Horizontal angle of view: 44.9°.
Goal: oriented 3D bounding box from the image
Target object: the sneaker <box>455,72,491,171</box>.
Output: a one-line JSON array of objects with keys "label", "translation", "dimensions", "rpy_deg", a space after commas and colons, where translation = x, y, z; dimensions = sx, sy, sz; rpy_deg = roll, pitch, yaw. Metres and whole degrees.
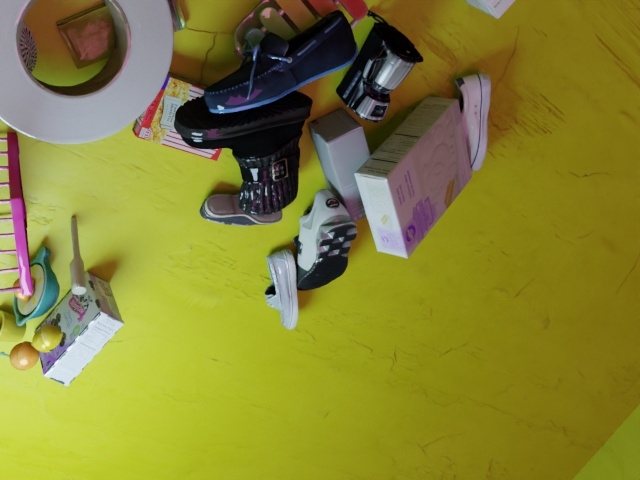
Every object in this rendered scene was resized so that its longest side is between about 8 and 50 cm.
[{"label": "sneaker", "translation": [0.365, -0.293, 1.934], "dimensions": [0.091, 0.094, 0.258], "rpy_deg": [-4, 119, -3]}]

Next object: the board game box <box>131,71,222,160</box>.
[{"label": "board game box", "translation": [-0.282, -0.265, 1.647], "dimensions": [0.193, 0.045, 0.147], "rpy_deg": [14, 113, -33]}]

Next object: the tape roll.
[{"label": "tape roll", "translation": [-0.454, -0.369, 1.407], "dimensions": [0.391, 0.072, 0.392], "rpy_deg": [-18, 125, -29]}]

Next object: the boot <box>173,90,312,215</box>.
[{"label": "boot", "translation": [-0.165, -0.173, 1.657], "dimensions": [0.347, 0.131, 0.260], "rpy_deg": [-14, 132, -39]}]

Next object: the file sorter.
[{"label": "file sorter", "translation": [-0.649, -0.050, 1.449], "dimensions": [0.182, 0.291, 0.202], "rpy_deg": [-6, 122, -20]}]

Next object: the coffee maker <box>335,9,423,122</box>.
[{"label": "coffee maker", "translation": [0.123, -0.380, 1.725], "dimensions": [0.120, 0.171, 0.178], "rpy_deg": [16, 129, -26]}]

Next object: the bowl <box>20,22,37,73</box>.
[{"label": "bowl", "translation": [-0.606, -0.337, 1.421], "dimensions": [0.170, 0.080, 0.170], "rpy_deg": [-12, 123, -19]}]

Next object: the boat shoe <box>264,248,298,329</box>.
[{"label": "boat shoe", "translation": [-0.104, 0.128, 1.969], "dimensions": [0.081, 0.079, 0.228], "rpy_deg": [-9, 117, -13]}]

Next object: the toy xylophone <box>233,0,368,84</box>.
[{"label": "toy xylophone", "translation": [-0.026, -0.463, 1.627], "dimensions": [0.236, 0.081, 0.323], "rpy_deg": [33, 102, -38]}]

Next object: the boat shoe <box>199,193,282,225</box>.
[{"label": "boat shoe", "translation": [-0.187, -0.069, 1.823], "dimensions": [0.206, 0.075, 0.065], "rpy_deg": [4, 161, -34]}]

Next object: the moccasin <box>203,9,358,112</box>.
[{"label": "moccasin", "translation": [-0.089, -0.363, 1.542], "dimensions": [0.342, 0.137, 0.117], "rpy_deg": [-31, 126, -23]}]

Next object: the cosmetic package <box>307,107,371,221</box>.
[{"label": "cosmetic package", "translation": [0.061, -0.176, 1.823], "dimensions": [0.107, 0.127, 0.238], "rpy_deg": [-24, 129, -10]}]

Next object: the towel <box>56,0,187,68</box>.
[{"label": "towel", "translation": [-0.383, -0.421, 1.515], "dimensions": [0.237, 0.021, 0.102], "rpy_deg": [-25, 127, -10]}]

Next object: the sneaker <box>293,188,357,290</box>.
[{"label": "sneaker", "translation": [0.000, 0.000, 1.917], "dimensions": [0.122, 0.146, 0.331], "rpy_deg": [-9, 148, -25]}]

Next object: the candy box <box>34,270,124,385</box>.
[{"label": "candy box", "translation": [-0.542, 0.194, 1.732], "dimensions": [0.196, 0.165, 0.070], "rpy_deg": [-47, 130, 7]}]

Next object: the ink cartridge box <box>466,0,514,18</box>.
[{"label": "ink cartridge box", "translation": [0.375, -0.567, 1.718], "dimensions": [0.092, 0.143, 0.090], "rpy_deg": [-48, 128, 8]}]

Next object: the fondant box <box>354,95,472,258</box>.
[{"label": "fondant box", "translation": [0.231, -0.154, 1.846], "dimensions": [0.330, 0.096, 0.238], "rpy_deg": [-47, 135, -31]}]

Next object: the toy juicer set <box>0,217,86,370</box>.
[{"label": "toy juicer set", "translation": [-0.596, 0.127, 1.636], "dimensions": [0.089, 0.209, 0.329], "rpy_deg": [22, 109, -44]}]
